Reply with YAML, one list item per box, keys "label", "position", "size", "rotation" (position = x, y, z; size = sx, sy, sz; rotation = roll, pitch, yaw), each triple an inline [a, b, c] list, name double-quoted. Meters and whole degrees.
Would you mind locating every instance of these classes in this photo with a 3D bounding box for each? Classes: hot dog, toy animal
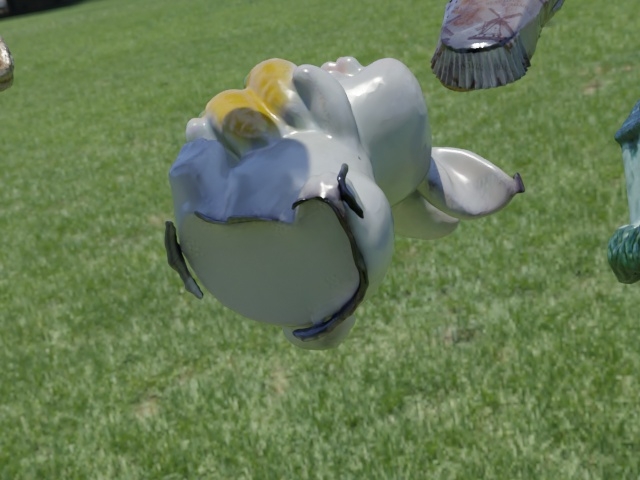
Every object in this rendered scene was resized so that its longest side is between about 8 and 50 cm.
- label: "hot dog"
  position: [0.195, -0.243, 0.944]
  size: [0.131, 0.069, 0.252]
  rotation: [2, 43, 30]
- label: "toy animal"
  position: [0.020, -0.052, 0.747]
  size: [0.183, 0.247, 0.310]
  rotation: [-31, 12, 36]

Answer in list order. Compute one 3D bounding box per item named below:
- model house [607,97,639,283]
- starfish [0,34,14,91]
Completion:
- label: "model house"
  position: [0.391, -0.103, 0.815]
  size: [0.253, 0.291, 0.184]
  rotation: [-7, -12, -10]
- label: "starfish"
  position: [-0.323, -0.234, 0.726]
  size: [0.094, 0.326, 0.375]
  rotation: [10, -27, -35]
